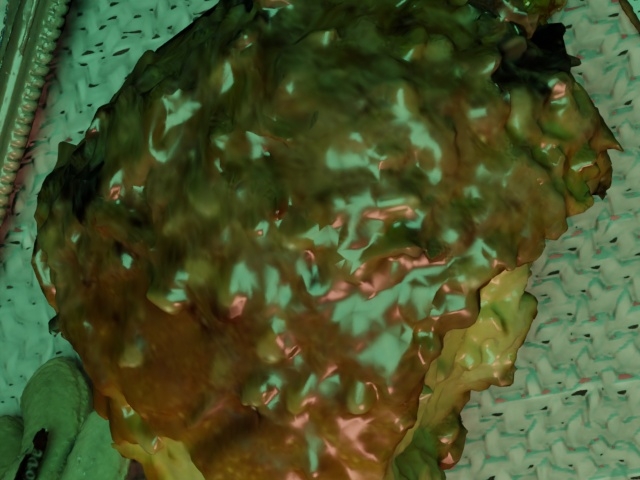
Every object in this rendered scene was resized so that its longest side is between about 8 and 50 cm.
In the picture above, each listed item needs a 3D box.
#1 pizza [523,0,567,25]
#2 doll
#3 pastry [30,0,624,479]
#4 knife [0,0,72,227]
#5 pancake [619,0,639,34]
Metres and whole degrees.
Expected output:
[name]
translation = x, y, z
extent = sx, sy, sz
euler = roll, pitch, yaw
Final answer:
[pizza]
translation = 0.147, -0.247, 0.802
extent = 0.127, 0.058, 0.246
euler = 32, 102, 10
[doll]
translation = -0.213, 0.204, 0.830
extent = 0.149, 0.278, 0.175
euler = 2, 122, -23
[pastry]
translation = -0.015, 0.002, 0.746
extent = 0.337, 0.292, 0.405
euler = 29, 111, 20
[knife]
translation = -0.248, -0.111, 0.920
extent = 0.089, 0.043, 0.365
euler = 26, 103, 45
[pancake]
translation = 0.289, -0.203, 0.789
extent = 0.184, 0.020, 0.191
euler = 4, 95, 15
